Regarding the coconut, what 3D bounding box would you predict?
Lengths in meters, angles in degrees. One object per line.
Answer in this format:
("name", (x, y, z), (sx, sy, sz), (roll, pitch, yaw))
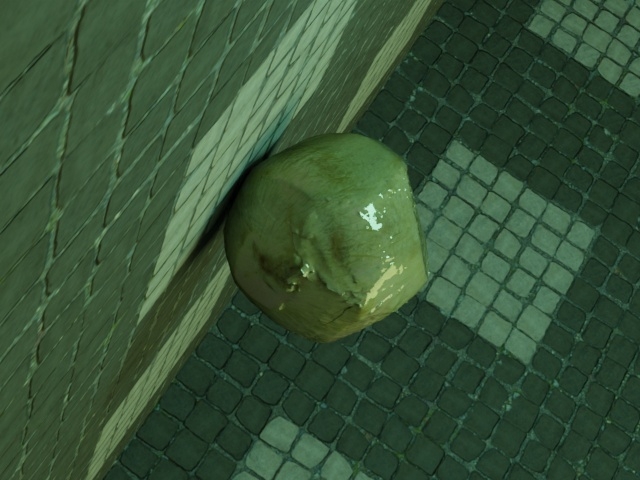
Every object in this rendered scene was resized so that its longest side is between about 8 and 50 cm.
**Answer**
("coconut", (0.000, 0.000, 1.704), (0.254, 0.297, 0.297), (-36, 168, -31))
